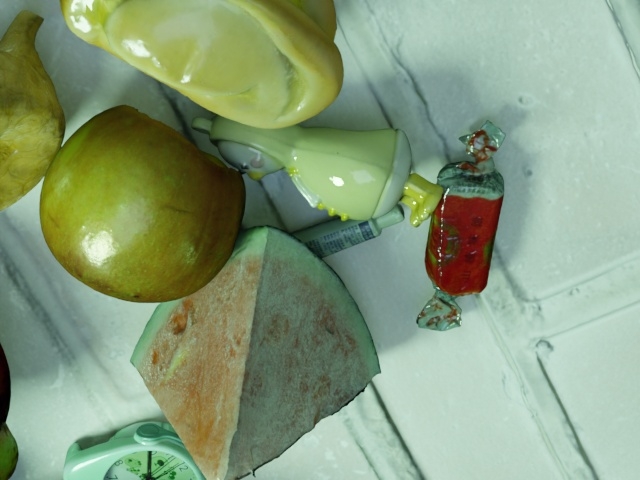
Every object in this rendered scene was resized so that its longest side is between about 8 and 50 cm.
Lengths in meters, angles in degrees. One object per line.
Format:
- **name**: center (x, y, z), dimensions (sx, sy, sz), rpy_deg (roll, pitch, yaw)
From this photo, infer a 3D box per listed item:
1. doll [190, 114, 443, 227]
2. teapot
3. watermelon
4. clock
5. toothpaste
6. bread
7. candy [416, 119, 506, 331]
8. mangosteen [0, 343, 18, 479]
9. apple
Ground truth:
- **doll**: center (-0.007, -0.088, 1.914), dimensions (0.296, 0.141, 0.117), rpy_deg (11, 87, -2)
- **teapot**: center (-0.409, -0.129, 1.860), dimensions (0.311, 0.167, 0.203), rpy_deg (-46, 155, 8)
- **watermelon**: center (-0.109, 0.132, 1.970), dimensions (0.283, 0.292, 0.250), rpy_deg (-24, 96, 16)
- **clock**: center (-0.214, 0.305, 2.158), dimensions (0.211, 0.066, 0.159), rpy_deg (-22, 119, 10)
- **toothpaste**: center (0.000, 0.000, 2.014), dimensions (0.216, 0.037, 0.062), rpy_deg (-21, 123, 15)
- **bread**: center (-0.117, -0.257, 1.747), dimensions (0.316, 0.270, 0.211), rpy_deg (24, 100, -17)
- **candy**: center (0.170, -0.011, 1.999), dimensions (0.086, 0.059, 0.292), rpy_deg (4, 120, -5)
- **mangosteen**: center (-0.498, 0.200, 1.956), dimensions (0.311, 0.311, 0.311), rpy_deg (-1, 119, -1)
- **apple**: center (-0.197, -0.043, 1.877), dimensions (0.237, 0.237, 0.207), rpy_deg (26, 107, -15)
